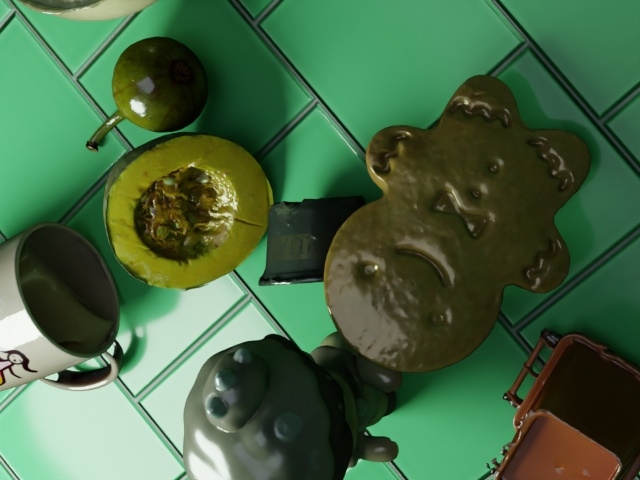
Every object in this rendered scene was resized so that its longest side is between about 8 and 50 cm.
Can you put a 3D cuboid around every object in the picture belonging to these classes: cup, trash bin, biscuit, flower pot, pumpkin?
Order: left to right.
[{"bbox_3d":[-0.388,0.119,1.945,0.200,0.191,0.253,-25,125,29],"label":"cup"},{"bbox_3d":[-0.183,-0.053,1.833,0.110,0.217,0.217,45,123,51],"label":"pumpkin"},{"bbox_3d":[0.000,0.000,1.764,0.157,0.157,0.107,-4,87,24],"label":"flower pot"},{"bbox_3d":[0.149,-0.012,1.658,0.275,0.052,0.355,39,87,3],"label":"biscuit"},{"bbox_3d":[0.283,0.215,1.637,0.184,0.238,0.161,33,113,14],"label":"trash bin"}]

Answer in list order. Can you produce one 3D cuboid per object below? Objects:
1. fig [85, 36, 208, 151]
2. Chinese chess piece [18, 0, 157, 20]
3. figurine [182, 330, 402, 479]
[{"bbox_3d":[-0.233,-0.174,1.851,0.124,0.124,0.236,58,140,1],"label":"fig"},{"bbox_3d":[-0.292,-0.440,1.771,0.338,0.140,0.338,6,104,24],"label":"Chinese chess piece"},{"bbox_3d":[-0.027,0.206,1.690,0.203,0.380,0.248,6,104,27],"label":"figurine"}]
